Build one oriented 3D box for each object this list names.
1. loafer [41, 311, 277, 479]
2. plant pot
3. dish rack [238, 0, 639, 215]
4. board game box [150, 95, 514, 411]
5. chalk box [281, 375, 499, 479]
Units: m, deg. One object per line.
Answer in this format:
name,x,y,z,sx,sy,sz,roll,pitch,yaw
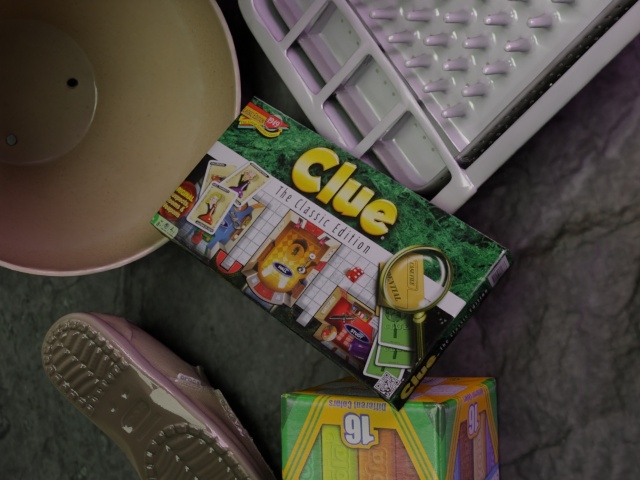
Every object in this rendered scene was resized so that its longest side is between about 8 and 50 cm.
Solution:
loafer,-0.121,0.158,0.921,0.102,0.092,0.268,-42,89,23
plant pot,-0.233,-0.124,0.898,0.191,0.284,0.284,15,100,64
dish rack,0.096,-0.198,0.767,0.285,0.072,0.333,57,134,16
board game box,0.000,0.000,0.791,0.259,0.030,0.136,33,78,31
chalk box,0.057,0.215,0.802,0.132,0.132,0.213,-2,89,27
